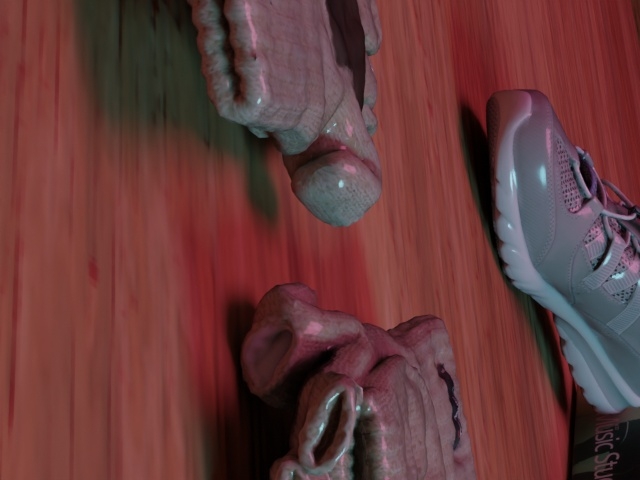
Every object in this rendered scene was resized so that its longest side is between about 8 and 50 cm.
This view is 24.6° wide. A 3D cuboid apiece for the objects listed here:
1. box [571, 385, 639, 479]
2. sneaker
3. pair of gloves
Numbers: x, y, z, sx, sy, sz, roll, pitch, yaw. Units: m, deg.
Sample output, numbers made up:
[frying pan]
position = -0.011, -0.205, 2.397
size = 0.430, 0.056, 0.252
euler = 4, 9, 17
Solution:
[box]
position = 0.216, 0.258, 0.971
size = 0.322, 0.058, 0.232
euler = -68, 143, -65
[sneaker]
position = 0.185, -0.002, 0.928
size = 0.281, 0.115, 0.105
euler = 52, 29, -42
[pair of gloves]
position = 0.000, 0.000, 0.460
size = 0.204, 0.042, 0.240
euler = -42, 121, -75
